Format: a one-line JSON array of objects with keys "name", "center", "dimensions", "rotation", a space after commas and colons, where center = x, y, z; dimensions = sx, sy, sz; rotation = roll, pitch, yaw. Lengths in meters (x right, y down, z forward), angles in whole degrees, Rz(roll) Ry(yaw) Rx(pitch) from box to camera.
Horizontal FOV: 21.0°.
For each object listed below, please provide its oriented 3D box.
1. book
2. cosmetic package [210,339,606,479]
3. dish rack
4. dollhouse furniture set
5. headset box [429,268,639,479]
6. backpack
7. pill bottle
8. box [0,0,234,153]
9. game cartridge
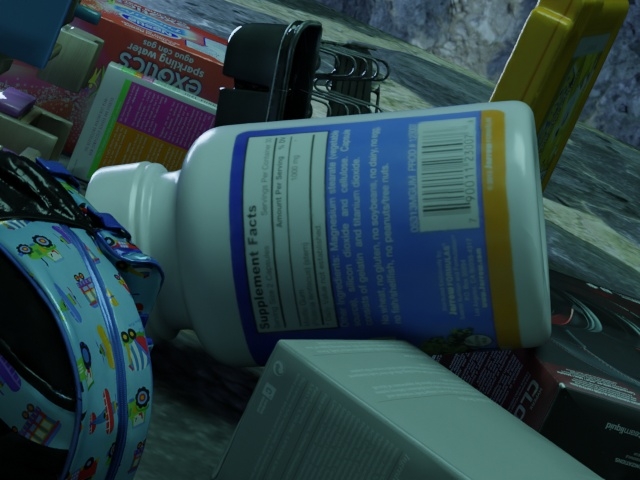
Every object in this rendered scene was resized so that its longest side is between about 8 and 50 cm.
[{"name": "book", "center": [-0.120, -0.073, 1.391], "dimensions": [0.144, 0.096, 0.035], "rotation": [23, 14, -5]}, {"name": "cosmetic package", "center": [0.074, 0.148, 0.907], "dimensions": [0.238, 0.107, 0.127], "rotation": [38, 20, 35]}, {"name": "dish rack", "center": [-0.005, -0.066, 1.362], "dimensions": [0.074, 0.208, 0.271], "rotation": [14, 7, 24]}, {"name": "dollhouse furniture set", "center": [-0.247, -0.188, 1.184], "dimensions": [0.198, 0.303, 0.286], "rotation": [24, 14, -3]}, {"name": "headset box", "center": [0.187, 0.120, 1.162], "dimensions": [0.218, 0.110, 0.293], "rotation": [18, 16, -20]}, {"name": "backpack", "center": [-0.136, 0.057, 0.779], "dimensions": [0.117, 0.158, 0.173], "rotation": [-1, 31, -45]}, {"name": "pill bottle", "center": [0.000, 0.000, 1.058], "dimensions": [0.272, 0.152, 0.152], "rotation": [-5, 11, 9]}, {"name": "box", "center": [-0.150, -0.127, 1.482], "dimensions": [0.257, 0.122, 0.128], "rotation": [21, 14, -12]}, {"name": "game cartridge", "center": [0.203, -0.112, 1.671], "dimensions": [0.053, 0.285, 0.324], "rotation": [26, 15, 11]}]
